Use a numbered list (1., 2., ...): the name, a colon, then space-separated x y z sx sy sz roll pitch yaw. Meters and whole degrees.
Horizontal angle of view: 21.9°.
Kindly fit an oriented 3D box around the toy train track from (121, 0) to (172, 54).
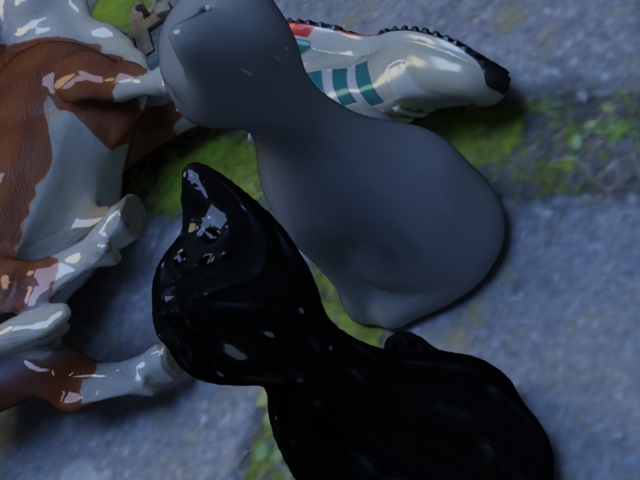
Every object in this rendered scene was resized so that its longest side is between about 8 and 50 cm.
1. toy train track: -0.127 -0.122 1.015 0.083 0.014 0.048 -34 43 14

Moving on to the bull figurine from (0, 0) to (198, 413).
1. bull figurine: -0.141 -0.040 0.898 0.188 0.101 0.310 -7 56 31

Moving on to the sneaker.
1. sneaker: 0.024 -0.066 0.830 0.161 0.057 0.075 13 85 42

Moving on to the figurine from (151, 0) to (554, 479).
1. figurine: 0.000 0.000 0.673 0.092 0.209 0.214 -25 46 22
